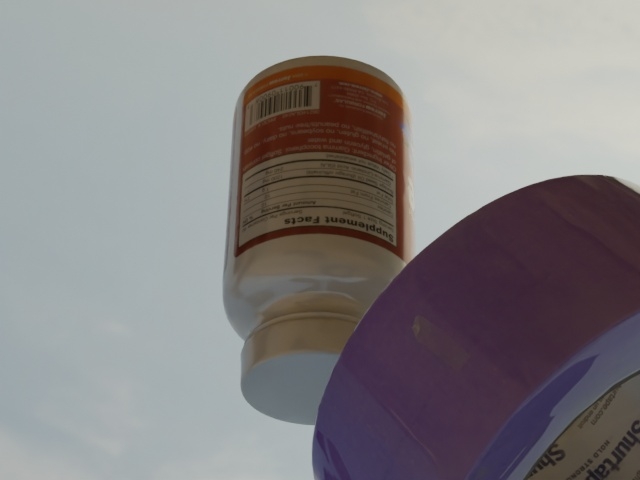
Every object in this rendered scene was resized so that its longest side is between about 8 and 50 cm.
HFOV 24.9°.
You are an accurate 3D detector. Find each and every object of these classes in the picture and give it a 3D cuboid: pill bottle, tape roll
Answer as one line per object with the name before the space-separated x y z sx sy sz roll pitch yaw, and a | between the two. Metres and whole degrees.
pill bottle | 0.000 0.000 0.910 0.121 0.121 0.216 1 -124 1
tape roll | 0.096 0.074 0.566 0.189 0.189 0.080 -13 -143 -28
